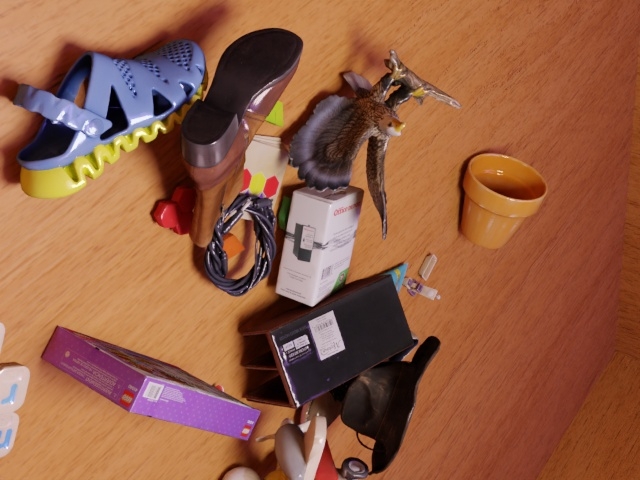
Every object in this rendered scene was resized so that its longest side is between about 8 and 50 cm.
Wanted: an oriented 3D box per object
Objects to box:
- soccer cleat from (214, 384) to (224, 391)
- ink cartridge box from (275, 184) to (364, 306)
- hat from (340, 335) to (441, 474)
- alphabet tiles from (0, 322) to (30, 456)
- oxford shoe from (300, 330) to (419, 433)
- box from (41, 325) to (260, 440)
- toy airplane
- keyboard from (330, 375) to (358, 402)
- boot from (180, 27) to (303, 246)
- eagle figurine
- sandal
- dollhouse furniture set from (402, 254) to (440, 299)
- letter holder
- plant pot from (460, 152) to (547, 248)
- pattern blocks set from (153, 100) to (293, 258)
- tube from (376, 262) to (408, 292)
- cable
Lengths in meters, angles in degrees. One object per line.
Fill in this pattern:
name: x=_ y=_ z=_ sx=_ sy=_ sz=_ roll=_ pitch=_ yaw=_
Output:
soccer cleat: x=-0.195 y=0.307 z=1.518 sx=0.036 sy=0.029 sz=0.083 roll=-12 pitch=121 yaw=-61
ink cartridge box: x=0.000 y=0.000 z=1.541 sx=0.153 sy=0.087 sz=0.208 roll=-24 pitch=129 yaw=-61
hat: x=0.117 y=0.310 z=1.634 sx=0.331 sy=0.134 sz=0.331 roll=25 pitch=90 yaw=-86
alphabet tiles: x=-0.514 y=0.234 z=1.041 sx=0.284 sy=0.021 sz=0.277 roll=4 pitch=104 yaw=-55
oxford shoe: x=0.089 y=0.305 z=1.815 sx=0.348 sy=0.130 sz=0.123 roll=-49 pitch=144 yaw=-25
box: x=-0.251 y=0.224 z=1.240 sx=0.293 sy=0.201 sz=0.057 roll=36 pitch=77 yaw=-55
toy airplane: x=-0.079 y=0.543 z=1.586 sx=0.384 sy=0.273 sz=0.386 roll=96 pitch=17 yaw=-70
keyboard: x=0.055 y=0.301 z=1.744 sx=0.100 sy=0.038 sz=0.192 roll=-43 pitch=98 yaw=-16
boot: x=-0.113 y=-0.149 z=1.214 sx=0.280 sy=0.096 sz=0.264 roll=99 pitch=15 yaw=-61
eagle figurine: x=0.090 y=-0.185 z=1.461 sx=0.298 sy=0.226 sz=0.225 roll=-60 pitch=170 yaw=0
sandal: x=-0.274 y=-0.189 z=1.062 sx=0.317 sy=0.126 sz=0.138 roll=-45 pitch=135 yaw=-33
dollhouse furniture set: x=0.270 y=0.087 z=1.993 sx=0.114 sy=0.081 sz=0.091 roll=-61 pitch=145 yaw=-11
letter holder: x=-0.009 y=0.193 z=1.598 sx=0.302 sy=0.214 sz=0.152 roll=-22 pitch=96 yaw=-33
plant pot: x=0.446 y=-0.088 z=2.063 sx=0.205 sy=0.205 sz=0.188 roll=-30 pitch=146 yaw=-43
pattern blocks set: x=-0.131 y=-0.108 z=1.382 sx=0.325 sy=0.026 sz=0.285 roll=24 pitch=88 yaw=-56
tube: x=0.143 y=0.107 z=1.866 sx=0.207 sy=0.052 sz=0.080 roll=-18 pitch=132 yaw=-56
cable: x=-0.135 y=0.013 z=1.375 sx=0.151 sy=0.047 sz=0.184 roll=-9 pitch=116 yaw=-52
